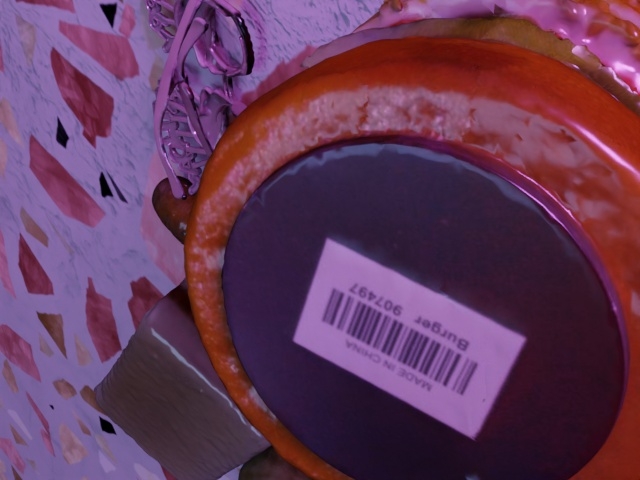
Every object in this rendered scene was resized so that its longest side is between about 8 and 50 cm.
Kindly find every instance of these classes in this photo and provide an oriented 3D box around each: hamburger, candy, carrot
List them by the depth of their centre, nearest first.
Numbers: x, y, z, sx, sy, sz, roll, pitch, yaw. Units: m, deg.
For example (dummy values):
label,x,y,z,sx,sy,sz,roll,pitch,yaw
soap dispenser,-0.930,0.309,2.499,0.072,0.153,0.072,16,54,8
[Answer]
label,x,y,z,sx,sy,sz,roll,pitch,yaw
hamburger,0.103,0.001,0.624,0.330,0.250,0.330,12,121,21
carrot,-0.112,-0.001,1.067,0.186,0.060,0.060,43,141,22
candy,-0.124,0.153,1.083,0.179,0.135,0.321,44,151,0

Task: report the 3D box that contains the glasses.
label,x,y,z,sx,sy,sz,roll,pitch,yaw
glasses,-0.138,-0.143,0.971,0.162,0.095,0.255,34,136,43

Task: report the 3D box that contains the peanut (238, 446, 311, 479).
label,x,y,z,sx,sy,sz,roll,pitch,yaw
peanut,-0.033,0.324,1.153,0.137,0.122,0.253,23,137,15
